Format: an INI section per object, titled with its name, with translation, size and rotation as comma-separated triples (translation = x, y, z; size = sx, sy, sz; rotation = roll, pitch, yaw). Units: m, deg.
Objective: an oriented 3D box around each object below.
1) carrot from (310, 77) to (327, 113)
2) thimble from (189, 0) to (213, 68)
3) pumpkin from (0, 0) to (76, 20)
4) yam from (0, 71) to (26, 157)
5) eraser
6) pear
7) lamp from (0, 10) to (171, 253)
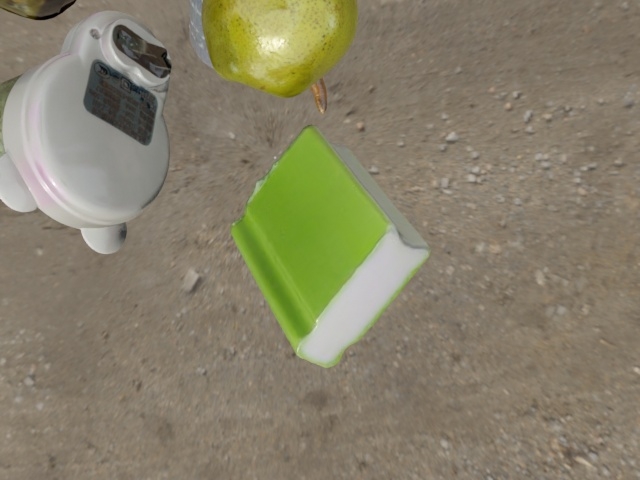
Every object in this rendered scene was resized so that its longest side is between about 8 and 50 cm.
[carrot]
translation = -0.015, -0.296, 1.605
size = 0.036, 0.035, 0.165
rotation = -15, 75, -1
[thimble]
translation = -0.101, -0.379, 1.444
size = 0.205, 0.236, 0.172
rotation = 10, 133, 6
[pumpkin]
translation = -0.189, -0.282, 0.499
size = 0.232, 0.325, 0.242
rotation = 32, 101, -30
[yam]
translation = -0.508, -0.182, 1.585
size = 0.300, 0.195, 0.195
rotation = -12, 96, 29
[eraser]
translation = 0.000, 0.000, 1.209
size = 0.092, 0.274, 0.210
rotation = 28, 106, -38
[pear]
translation = -0.047, -0.271, 1.108
size = 0.198, 0.198, 0.198
rotation = 0, 95, -3
[lamp]
translation = -0.238, -0.121, 0.954
size = 0.108, 0.179, 0.246
rotation = -3, 64, 38
